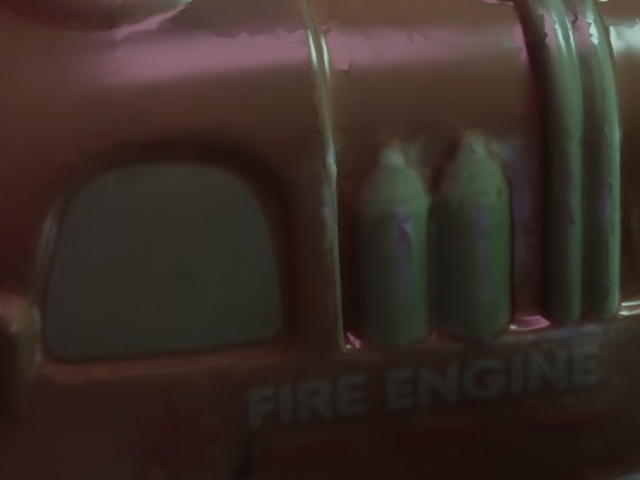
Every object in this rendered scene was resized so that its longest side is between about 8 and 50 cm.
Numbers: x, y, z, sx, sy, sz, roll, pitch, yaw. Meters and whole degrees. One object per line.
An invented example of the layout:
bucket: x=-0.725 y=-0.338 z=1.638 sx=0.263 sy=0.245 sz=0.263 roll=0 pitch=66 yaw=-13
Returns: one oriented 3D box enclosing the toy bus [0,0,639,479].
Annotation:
toy bus: x=0.000 y=0.000 z=0.547 sx=0.287 sy=0.232 sz=0.194 roll=-4 pitch=31 yaw=-9
